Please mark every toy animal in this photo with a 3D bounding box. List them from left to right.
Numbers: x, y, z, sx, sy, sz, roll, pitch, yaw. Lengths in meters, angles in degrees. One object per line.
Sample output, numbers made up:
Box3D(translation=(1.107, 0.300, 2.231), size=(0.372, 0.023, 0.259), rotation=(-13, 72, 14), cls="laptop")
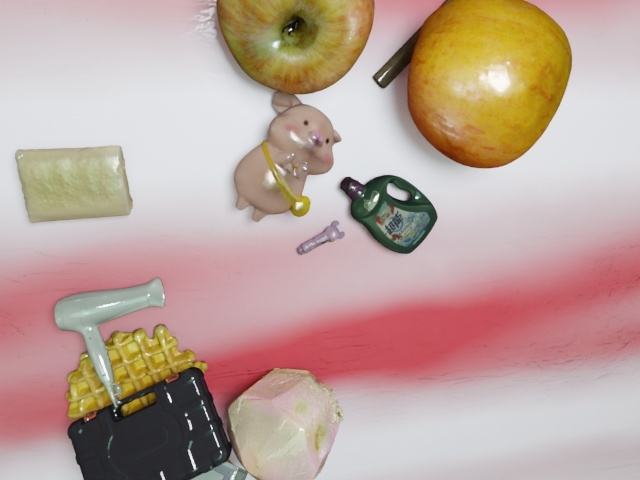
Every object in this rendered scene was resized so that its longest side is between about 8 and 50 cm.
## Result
Box3D(translation=(-0.068, -0.146, 0.900), size=(0.165, 0.149, 0.248), rotation=(38, 89, -38), cls="toy animal")

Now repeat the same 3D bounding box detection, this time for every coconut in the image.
Box3D(translation=(-0.078, 0.404, 0.994), size=(0.233, 0.245, 0.233), rotation=(5, 104, 21), cls="coconut")

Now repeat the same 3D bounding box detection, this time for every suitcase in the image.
Box3D(translation=(-0.345, 0.406, 0.943), size=(0.285, 0.066, 0.206), rotation=(-25, 78, -4), cls="suitcase")

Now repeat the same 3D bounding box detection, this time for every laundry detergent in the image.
Box3D(translation=(0.142, -0.077, 1.007), size=(0.221, 0.078, 0.144), rotation=(37, 95, -19), cls="laundry detergent")

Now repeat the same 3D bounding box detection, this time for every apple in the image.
Box3D(translation=(-0.040, -0.388, 0.774), size=(0.264, 0.264, 0.264), rotation=(-4, 109, -12), cls="apple")
Box3D(translation=(0.292, -0.289, 0.859), size=(0.275, 0.299, 0.299), rotation=(20, 103, 0), cls="apple")

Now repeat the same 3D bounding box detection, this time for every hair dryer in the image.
Box3D(translation=(-0.405, 0.208, 0.933), size=(0.206, 0.075, 0.237), rotation=(-11, 80, -14), cls="hair dryer")

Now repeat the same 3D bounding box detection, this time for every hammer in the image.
Box3D(translation=(0.243, -0.451, 0.924), size=(0.365, 0.043, 0.111), rotation=(-46, 112, 6), cls="hammer")

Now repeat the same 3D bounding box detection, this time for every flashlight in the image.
Box3D(translation=(0.000, 0.000, 1.022), size=(0.110, 0.052, 0.031), rotation=(-29, 148, 4), cls="flashlight")

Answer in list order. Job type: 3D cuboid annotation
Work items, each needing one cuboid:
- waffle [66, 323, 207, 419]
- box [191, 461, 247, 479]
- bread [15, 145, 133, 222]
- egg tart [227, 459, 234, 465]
Box3D(translation=(-0.402, 0.325, 1.019), size=(0.283, 0.065, 0.309), rotation=(27, 101, -19), cls="waffle")
Box3D(translation=(-0.290, 0.512, 0.993), size=(0.225, 0.129, 0.086), rotation=(14, 152, 18), cls="box")
Box3D(translation=(-0.452, -0.106, 0.864), size=(0.178, 0.060, 0.140), rotation=(-3, 110, -12), cls="bread")
Box3D(translation=(-0.341, 0.609, 1.105), size=(0.288, 0.118, 0.288), rotation=(-3, 111, -9), cls="egg tart")
